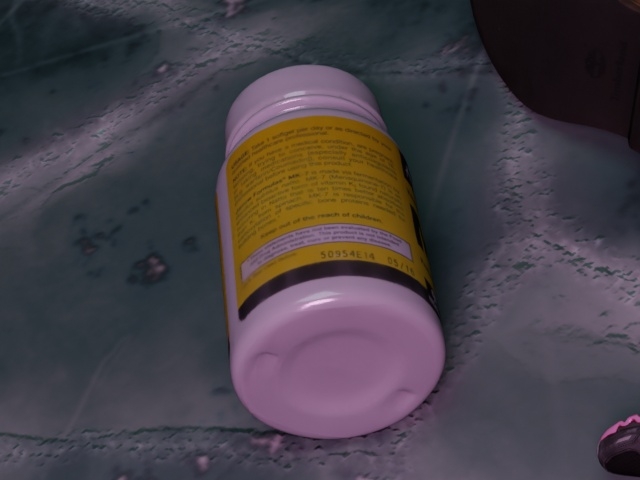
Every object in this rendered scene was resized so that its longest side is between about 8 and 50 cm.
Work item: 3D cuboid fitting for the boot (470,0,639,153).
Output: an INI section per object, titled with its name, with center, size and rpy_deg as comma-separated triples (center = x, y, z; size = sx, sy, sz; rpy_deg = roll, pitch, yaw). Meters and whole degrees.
[boot]
center = 0.201, -0.124, 1.073
size = 0.115, 0.112, 0.305
rpy_deg = -8, 31, -29

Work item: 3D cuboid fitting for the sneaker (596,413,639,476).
[sneaker]
center = 0.193, 0.119, 0.858
size = 0.119, 0.047, 0.057
rpy_deg = 3, 60, 26

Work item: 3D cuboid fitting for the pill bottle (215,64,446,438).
[pill bottle]
center = 0.000, 0.000, 0.995
size = 0.119, 0.119, 0.208
rpy_deg = -16, 44, 7
